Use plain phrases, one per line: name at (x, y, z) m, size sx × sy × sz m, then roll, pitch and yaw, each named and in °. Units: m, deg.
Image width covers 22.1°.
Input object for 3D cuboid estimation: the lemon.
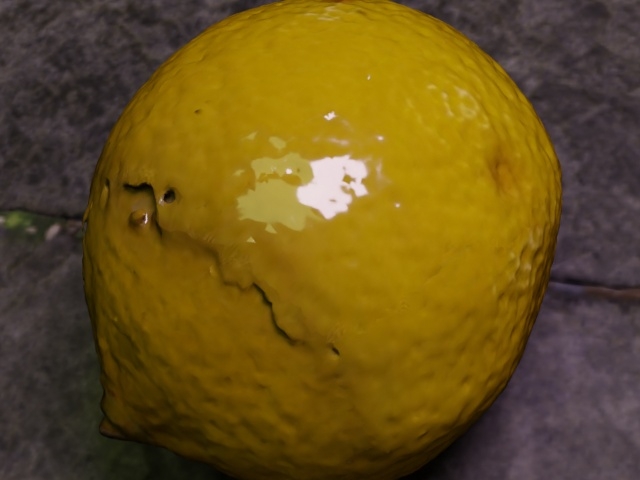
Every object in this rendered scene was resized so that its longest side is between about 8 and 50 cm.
lemon at (0.003, -0.006, 0.795) m, size 0.228 × 0.228 × 0.253 m, roll 10°, pitch 48°, yaw 21°
